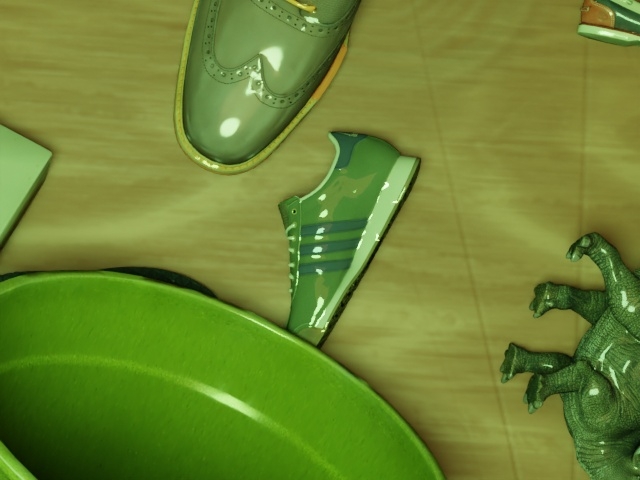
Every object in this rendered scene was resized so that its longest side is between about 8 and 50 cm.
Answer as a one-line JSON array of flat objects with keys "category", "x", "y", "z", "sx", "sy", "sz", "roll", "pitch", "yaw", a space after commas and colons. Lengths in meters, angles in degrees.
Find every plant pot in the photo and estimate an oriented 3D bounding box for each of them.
[{"category": "plant pot", "x": -0.141, "y": 0.268, "z": 1.176, "sx": 0.366, "sy": 0.366, "sz": 0.353, "roll": 25, "pitch": 112, "yaw": -1}]

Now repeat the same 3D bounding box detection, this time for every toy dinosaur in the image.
[{"category": "toy dinosaur", "x": 0.248, "y": 0.084, "z": 1.313, "sx": 0.160, "sy": 0.121, "sz": 0.314, "roll": 20, "pitch": 85, "yaw": -13}]

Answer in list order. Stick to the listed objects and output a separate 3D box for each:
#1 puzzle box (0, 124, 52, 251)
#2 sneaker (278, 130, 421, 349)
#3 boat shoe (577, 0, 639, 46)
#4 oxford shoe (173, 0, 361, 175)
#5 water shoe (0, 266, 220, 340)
[{"category": "puzzle box", "x": -0.414, "y": 0.032, "z": 1.214, "sx": 0.272, "sy": 0.052, "sz": 0.409, "roll": 29, "pitch": 59, "yaw": -2}, {"category": "sneaker", "x": 0.000, "y": 0.000, "z": 1.320, "sx": 0.086, "sy": 0.064, "sz": 0.192, "roll": 29, "pitch": 90, "yaw": 6}, {"category": "boat shoe", "x": 0.277, "y": -0.173, "z": 1.330, "sx": 0.137, "sy": 0.049, "sz": 0.043, "roll": 13, "pitch": 88, "yaw": 3}, {"category": "oxford shoe", "x": -0.017, "y": -0.222, "z": 1.278, "sx": 0.130, "sy": 0.133, "sz": 0.364, "roll": 24, "pitch": 90, "yaw": -2}, {"category": "water shoe", "x": -0.176, "y": 0.069, "z": 1.319, "sx": 0.203, "sy": 0.073, "sz": 0.080, "roll": 4, "pitch": 127, "yaw": -10}]
